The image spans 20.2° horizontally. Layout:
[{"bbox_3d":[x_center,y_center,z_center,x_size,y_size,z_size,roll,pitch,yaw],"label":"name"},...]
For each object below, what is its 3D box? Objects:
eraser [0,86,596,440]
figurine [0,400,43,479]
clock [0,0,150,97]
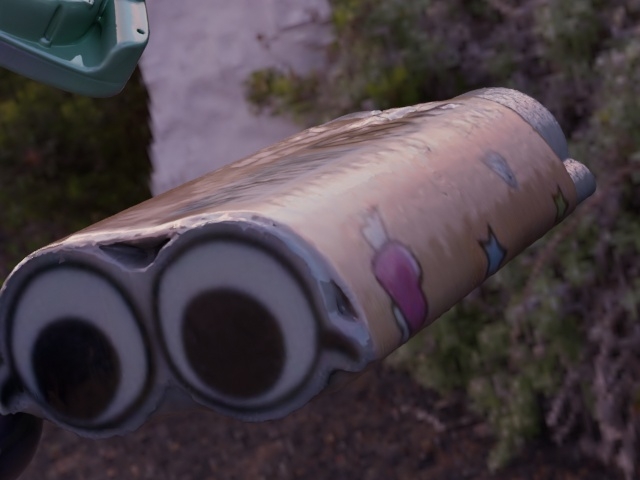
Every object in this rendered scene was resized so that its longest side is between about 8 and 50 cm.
[{"bbox_3d":[0.000,0.000,0.793,0.171,0.087,0.290,-7,11,27],"label":"eraser"},{"bbox_3d":[-0.200,0.073,0.706,0.145,0.145,0.222,-8,7,17],"label":"figurine"},{"bbox_3d":[-0.230,-0.190,1.310,0.211,0.066,0.159,18,32,-27],"label":"clock"}]
